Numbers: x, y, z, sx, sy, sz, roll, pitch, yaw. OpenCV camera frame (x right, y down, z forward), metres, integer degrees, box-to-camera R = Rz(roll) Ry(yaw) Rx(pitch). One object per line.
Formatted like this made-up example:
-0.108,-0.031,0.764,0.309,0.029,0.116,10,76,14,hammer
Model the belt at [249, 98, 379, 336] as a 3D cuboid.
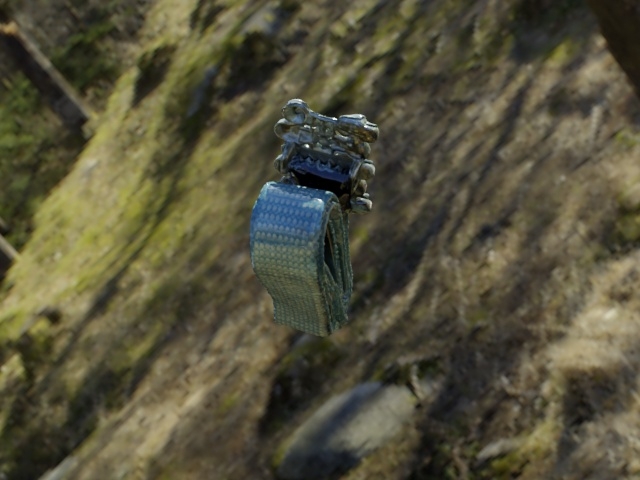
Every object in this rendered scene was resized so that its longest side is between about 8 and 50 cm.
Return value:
-0.005,-0.001,0.784,0.179,0.065,0.100,83,-158,-66,belt
